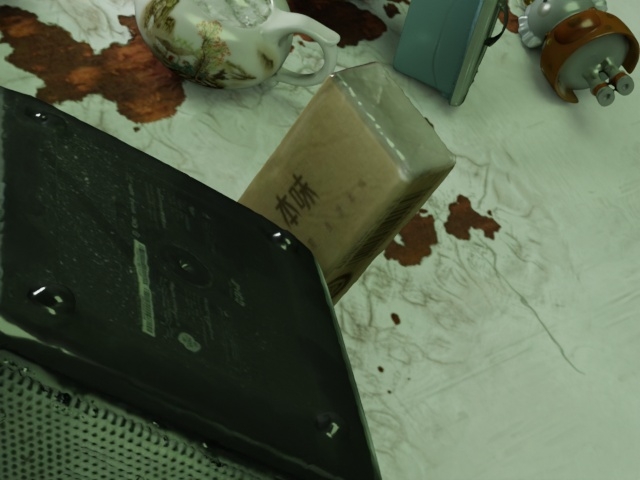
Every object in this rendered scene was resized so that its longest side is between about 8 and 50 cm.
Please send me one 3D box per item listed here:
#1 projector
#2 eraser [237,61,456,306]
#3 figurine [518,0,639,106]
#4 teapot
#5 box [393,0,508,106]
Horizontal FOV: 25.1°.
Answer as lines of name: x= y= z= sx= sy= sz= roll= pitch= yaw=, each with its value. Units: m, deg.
projector: x=-0.182 y=0.096 z=1.271 sx=0.405 sy=0.242 sz=0.395 roll=29 pitch=25 yaw=-27
eraser: x=-0.007 y=-0.024 z=1.505 sx=0.078 sy=0.343 sz=0.144 roll=-20 pitch=67 yaw=-44
figurine: x=0.375 y=-0.294 z=2.107 sx=0.143 sy=0.143 sz=0.271 roll=13 pitch=26 yaw=-22
teapot: x=-0.117 y=-0.280 z=1.784 sx=0.298 sy=0.139 sz=0.204 roll=29 pitch=44 yaw=-7
box: x=0.190 y=-0.311 z=1.940 sx=0.130 sy=0.227 sz=0.162 roll=20 pitch=46 yaw=6
